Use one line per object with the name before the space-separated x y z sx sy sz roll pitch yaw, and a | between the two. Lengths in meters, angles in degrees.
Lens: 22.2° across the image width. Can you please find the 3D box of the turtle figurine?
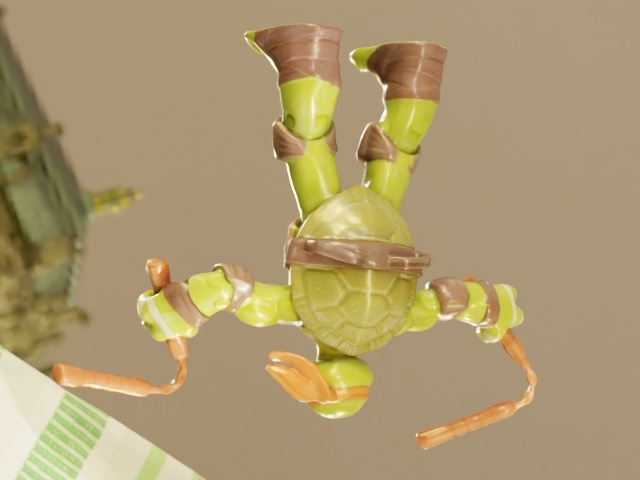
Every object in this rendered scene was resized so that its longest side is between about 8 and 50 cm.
turtle figurine | 0.000 0.000 0.850 0.087 0.269 0.217 166 -73 -72

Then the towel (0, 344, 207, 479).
towel | -0.218 0.182 0.989 0.325 0.248 0.038 36 -32 -15
